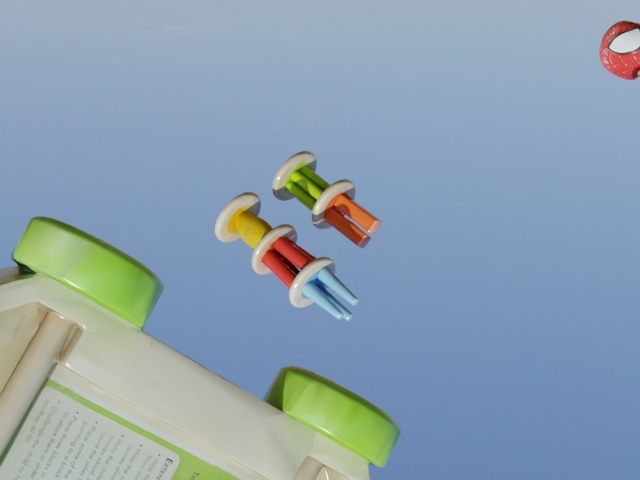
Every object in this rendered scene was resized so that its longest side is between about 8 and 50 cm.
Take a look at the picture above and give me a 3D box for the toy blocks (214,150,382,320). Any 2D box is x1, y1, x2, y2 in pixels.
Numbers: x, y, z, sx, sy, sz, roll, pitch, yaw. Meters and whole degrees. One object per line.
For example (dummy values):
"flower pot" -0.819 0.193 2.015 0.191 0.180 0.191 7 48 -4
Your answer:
"toy blocks" 0.000 0.000 1.477 0.123 0.054 0.148 -37 -120 -23

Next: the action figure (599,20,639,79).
"action figure" 0.262 -0.091 0.825 0.280 0.139 0.091 20 -143 34

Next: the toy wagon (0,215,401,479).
"toy wagon" -0.070 0.166 0.643 0.344 0.267 0.068 33 170 -25
